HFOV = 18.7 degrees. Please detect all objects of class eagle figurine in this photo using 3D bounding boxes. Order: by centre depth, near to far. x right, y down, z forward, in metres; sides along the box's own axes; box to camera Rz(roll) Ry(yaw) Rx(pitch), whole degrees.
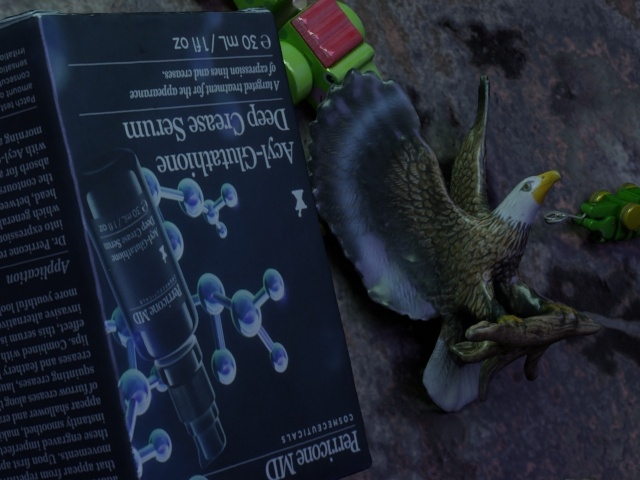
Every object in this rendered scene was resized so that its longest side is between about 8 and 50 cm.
[{"bbox_3d":[0.135,-0.011,1.846,0.225,0.226,0.298,-32,61,-6],"label":"eagle figurine"}]

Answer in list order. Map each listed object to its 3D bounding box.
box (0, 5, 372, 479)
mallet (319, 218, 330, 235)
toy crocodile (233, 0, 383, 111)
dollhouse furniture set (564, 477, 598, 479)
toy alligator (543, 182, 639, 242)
[{"bbox_3d":[-0.159,0.031,1.534,0.293,0.212,0.396,-12,89,-55],"label":"box"},{"bbox_3d":[0.000,0.000,1.851,0.189,0.039,0.062,-22,80,-39],"label":"mallet"},{"bbox_3d":[-0.039,-0.240,1.889,0.115,0.105,0.340,-35,89,-36],"label":"toy crocodile"},{"bbox_3d":[0.383,0.231,1.846,0.259,0.262,0.135,16,65,-68],"label":"dollhouse furniture set"},{"bbox_3d":[0.302,-0.020,2.025,0.189,0.056,0.051,-15,117,-34],"label":"toy alligator"}]
